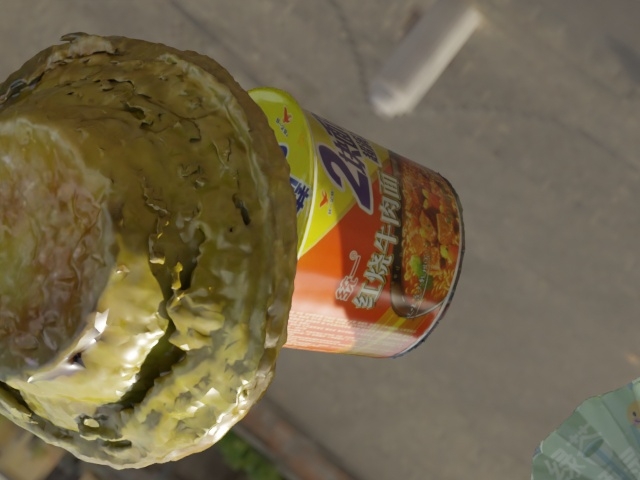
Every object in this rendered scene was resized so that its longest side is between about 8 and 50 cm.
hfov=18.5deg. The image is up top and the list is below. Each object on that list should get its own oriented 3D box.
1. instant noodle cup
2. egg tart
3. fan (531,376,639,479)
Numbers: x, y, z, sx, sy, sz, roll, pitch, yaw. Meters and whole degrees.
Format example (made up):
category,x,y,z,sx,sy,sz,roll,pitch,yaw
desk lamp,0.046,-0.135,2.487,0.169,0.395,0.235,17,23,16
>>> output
category,x,y,z,sx,sy,sz,roll,pitch,yaw
instant noodle cup,0.000,0.000,1.576,0.174,0.213,0.213,17,170,-33
egg tart,-0.146,0.007,1.202,0.294,0.294,0.123,21,-168,34
fan,0.233,0.182,1.506,0.131,0.009,0.240,42,121,5
